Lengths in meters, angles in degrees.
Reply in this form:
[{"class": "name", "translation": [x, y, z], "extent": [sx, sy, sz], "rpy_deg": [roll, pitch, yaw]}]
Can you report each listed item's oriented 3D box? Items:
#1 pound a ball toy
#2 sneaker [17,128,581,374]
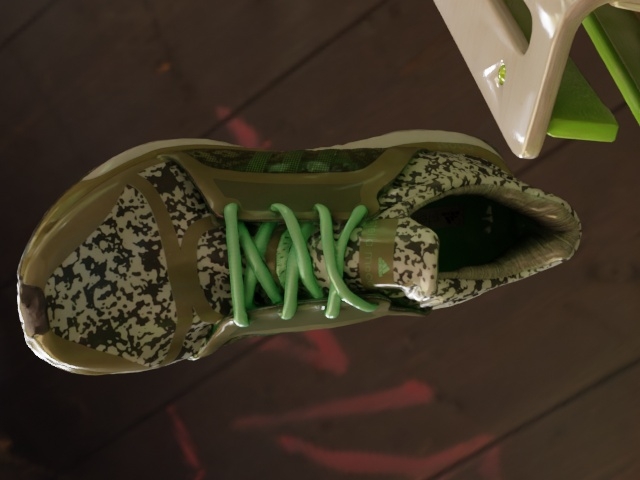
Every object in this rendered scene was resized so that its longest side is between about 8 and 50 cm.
[{"class": "pound a ball toy", "translation": [0.189, -0.163, 1.106], "extent": [0.208, 0.319, 0.136], "rpy_deg": [7, -60, -14]}, {"class": "sneaker", "translation": [0.000, 0.000, 1.258], "extent": [0.182, 0.410, 0.158], "rpy_deg": [7, -73, 60]}]
